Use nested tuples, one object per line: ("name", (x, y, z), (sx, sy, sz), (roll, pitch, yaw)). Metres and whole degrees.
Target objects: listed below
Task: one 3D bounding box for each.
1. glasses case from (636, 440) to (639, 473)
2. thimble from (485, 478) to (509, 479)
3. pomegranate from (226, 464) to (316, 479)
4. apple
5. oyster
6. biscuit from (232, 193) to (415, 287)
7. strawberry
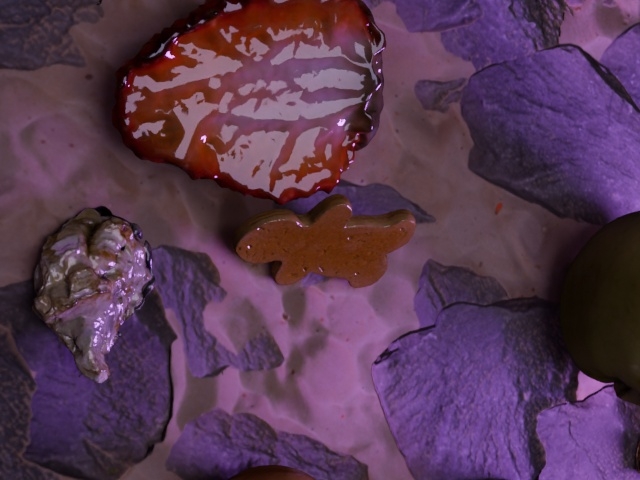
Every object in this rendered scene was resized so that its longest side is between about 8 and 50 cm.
("glasses case", (0.554, 0.335, 2.074), (0.170, 0.041, 0.064), (13, 95, -33))
("thimble", (0.277, 0.461, 1.828), (0.271, 0.150, 0.270), (-1, 92, -33))
("pomegranate", (-0.059, 0.361, 1.579), (0.209, 0.209, 0.209), (-1, 91, -33))
("apple", (0.480, 0.103, 1.897), (0.292, 0.292, 0.254), (34, 80, -29))
("oyster", (-0.247, 0.062, 1.523), (0.163, 0.081, 0.191), (-17, 104, -36))
("biscuit", (-0.001, -0.001, 1.656), (0.240, 0.158, 0.035), (8, 44, -36))
("strawberry", (-0.088, -0.183, 1.591), (0.336, 0.149, 0.265), (-9, 111, -22))
